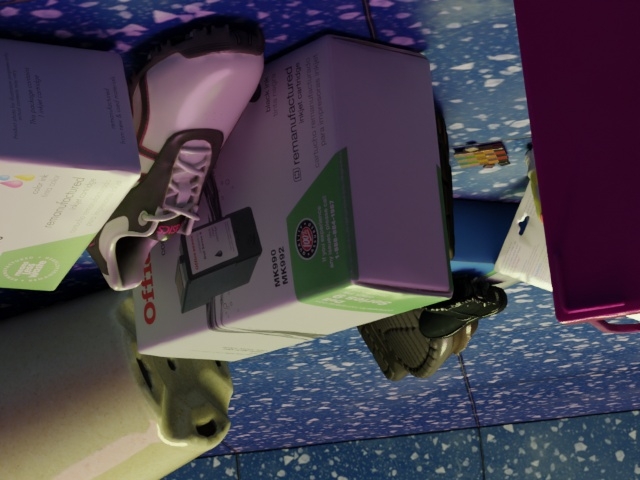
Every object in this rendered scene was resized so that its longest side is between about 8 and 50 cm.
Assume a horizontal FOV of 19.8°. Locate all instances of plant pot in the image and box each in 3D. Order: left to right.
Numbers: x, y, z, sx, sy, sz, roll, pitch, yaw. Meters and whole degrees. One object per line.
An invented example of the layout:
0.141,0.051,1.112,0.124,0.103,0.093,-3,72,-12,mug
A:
-0.289,0.198,2.225,0.305,0.334,0.334,-25,158,25,plant pot

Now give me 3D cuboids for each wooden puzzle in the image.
0.160,-0.084,1.816,0.049,0.006,0.083,-8,166,11,wooden puzzle

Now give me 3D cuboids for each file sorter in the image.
0.258,-0.090,1.262,0.202,0.291,0.182,-10,168,16,file sorter

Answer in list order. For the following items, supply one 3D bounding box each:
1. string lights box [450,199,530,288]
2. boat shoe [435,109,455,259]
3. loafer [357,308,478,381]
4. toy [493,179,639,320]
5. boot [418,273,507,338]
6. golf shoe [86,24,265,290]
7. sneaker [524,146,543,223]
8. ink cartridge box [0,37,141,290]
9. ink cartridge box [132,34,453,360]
0.114,0.007,2.017,0.259,0.077,0.133,4,163,-32,string lights box
0.064,-0.039,1.735,0.120,0.123,0.324,-1,166,6,boat shoe
0.132,0.090,2.312,0.130,0.134,0.366,-30,179,-10,loafer
0.321,0.009,1.956,0.237,0.056,0.137,21,125,3,toy
0.141,0.074,2.037,0.121,0.045,0.099,-23,161,29,boot
-0.115,-0.068,1.487,0.105,0.120,0.273,1,148,-35,golf shoe
0.288,-0.021,1.830,0.208,0.094,0.081,20,144,-24,sneaker
-0.341,-0.063,1.396,0.353,0.119,0.207,4,149,-28,ink cartridge box
-0.037,-0.025,1.556,0.121,0.211,0.289,7,161,-41,ink cartridge box
